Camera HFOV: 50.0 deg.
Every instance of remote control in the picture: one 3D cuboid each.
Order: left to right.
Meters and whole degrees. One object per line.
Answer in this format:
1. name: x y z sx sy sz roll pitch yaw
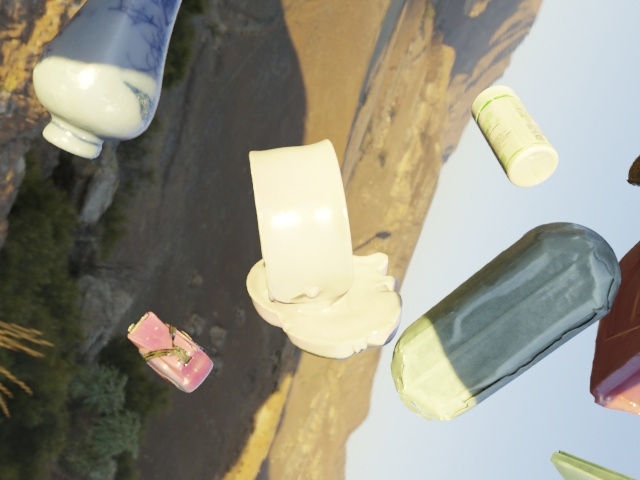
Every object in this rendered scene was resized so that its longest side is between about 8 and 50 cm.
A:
1. remote control: 0.171 0.080 0.656 0.247 0.104 0.052 -43 176 18

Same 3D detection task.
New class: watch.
1. watch: 0.000 0.000 0.850 0.244 0.196 0.231 -107 -169 -59

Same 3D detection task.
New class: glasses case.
1. glasses case: 0.490 0.396 1.077 0.056 0.105 0.266 -40 -167 -18

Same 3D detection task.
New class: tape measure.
1. tape measure: -0.227 0.175 1.061 0.074 0.118 0.125 -51 157 -19

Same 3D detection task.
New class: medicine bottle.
1. medicine bottle: 0.324 -0.177 1.154 0.183 0.086 0.086 -103 -159 -45

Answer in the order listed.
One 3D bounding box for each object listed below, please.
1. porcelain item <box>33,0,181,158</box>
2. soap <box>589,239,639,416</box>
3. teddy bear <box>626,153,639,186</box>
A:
1. porcelain item: -0.239 -0.222 0.799 0.259 0.141 0.141 -63 175 7
2. soap: 0.465 0.038 0.768 0.233 0.128 0.359 -60 176 -41
3. teddy bear: 0.432 -0.113 0.818 0.160 0.119 0.078 -90 159 -86
